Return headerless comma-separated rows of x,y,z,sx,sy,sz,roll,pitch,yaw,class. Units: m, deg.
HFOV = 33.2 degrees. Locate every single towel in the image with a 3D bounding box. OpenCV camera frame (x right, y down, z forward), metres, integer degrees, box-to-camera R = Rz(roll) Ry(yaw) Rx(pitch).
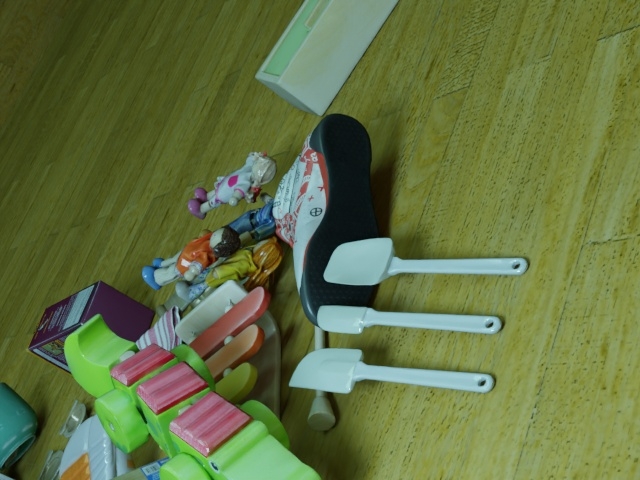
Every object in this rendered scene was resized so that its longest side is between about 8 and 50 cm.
-0.245,0.191,1.446,0.197,0.029,0.144,-41,39,37,towel

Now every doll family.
-0.099,-0.005,1.381,0.163,0.118,0.263,-23,27,30,doll family

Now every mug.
-0.509,0.304,1.713,0.129,0.097,0.158,-50,-8,10,mug

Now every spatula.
0.080,0.072,1.037,0.242,0.019,0.168,-2,56,43,spatula

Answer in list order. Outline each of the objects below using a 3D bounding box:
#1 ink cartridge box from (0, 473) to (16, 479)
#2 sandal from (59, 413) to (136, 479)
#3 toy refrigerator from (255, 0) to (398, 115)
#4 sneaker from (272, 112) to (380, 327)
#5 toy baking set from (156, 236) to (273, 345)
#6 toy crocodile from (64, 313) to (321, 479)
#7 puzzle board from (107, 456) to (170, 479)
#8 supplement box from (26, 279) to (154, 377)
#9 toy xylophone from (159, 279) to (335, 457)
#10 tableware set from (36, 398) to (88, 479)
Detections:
-0.532,0.450,1.634,0.104,0.062,0.181,-29,37,44,ink cartridge box
-0.253,0.342,1.293,0.102,0.076,0.265,-30,57,34,sandal
0.023,-0.320,1.540,0.269,0.094,0.102,-56,26,-1,toy refrigerator
0.001,0.000,1.241,0.145,0.090,0.270,131,147,-56,sneaker
-0.158,0.061,1.484,0.256,0.030,0.196,-8,53,56,toy baking set
-0.131,0.170,1.041,0.115,0.105,0.340,-32,38,-27,toy crocodile
-0.166,0.251,1.036,0.128,0.011,0.096,-18,29,-25,puzzle board
-0.352,0.139,1.637,0.188,0.104,0.080,-24,40,46,supplement box
-0.092,0.174,1.194,0.236,0.081,0.322,-44,29,21,toy xylophone
-0.363,0.308,1.561,0.169,0.020,0.141,4,63,60,tableware set
